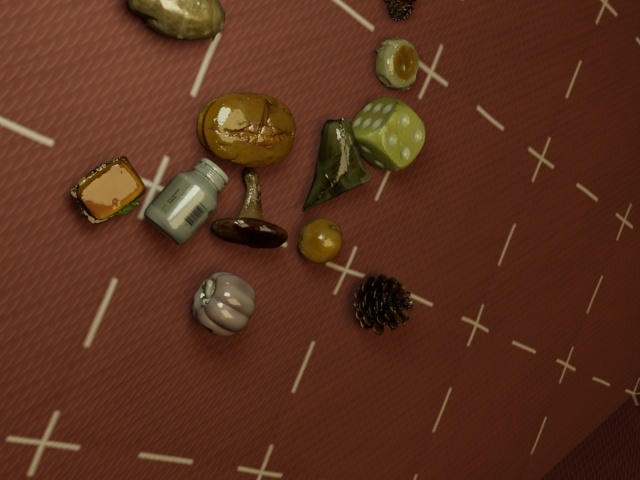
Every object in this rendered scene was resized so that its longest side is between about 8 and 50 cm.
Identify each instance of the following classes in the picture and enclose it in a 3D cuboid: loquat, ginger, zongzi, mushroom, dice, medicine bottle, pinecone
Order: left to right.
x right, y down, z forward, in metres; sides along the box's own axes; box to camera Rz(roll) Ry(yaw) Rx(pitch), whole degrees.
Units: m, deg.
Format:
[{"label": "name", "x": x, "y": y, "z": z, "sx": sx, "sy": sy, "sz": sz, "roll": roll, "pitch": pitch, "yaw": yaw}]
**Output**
[{"label": "ginger", "x": -0.342, "y": -0.631, "z": 1.473, "sx": 0.245, "sy": 0.155, "sz": 0.304, "roll": -10, "pitch": 107, "yaw": -30}, {"label": "medicine bottle", "x": -0.340, "y": -0.106, "z": 1.614, "sx": 0.215, "sy": 0.135, "sz": 0.135, "roll": -51, "pitch": 124, "yaw": -14}, {"label": "mushroom", "x": -0.182, "y": -0.093, "z": 1.747, "sx": 0.227, "sy": 0.148, "sz": 0.217, "roll": 17, "pitch": 75, "yaw": -41}, {"label": "loquat", "x": 0.000, "y": 0.000, "z": 1.873, "sx": 0.141, "sy": 0.141, "sz": 0.141, "roll": -9, "pitch": 106, "yaw": -33}, {"label": "zongzi", "x": 0.011, "y": -0.228, "z": 1.846, "sx": 0.242, "sy": 0.112, "sz": 0.221, "roll": -28, "pitch": 113, "yaw": -17}, {"label": "pinecone", "x": 0.213, "y": 0.211, "z": 2.037, "sx": 0.208, "sy": 0.208, "sz": 0.207, "roll": -9, "pitch": 106, "yaw": -33}, {"label": "dice", "x": 0.204, "y": -0.325, "z": 1.911, "sx": 0.169, "sy": 0.169, "sz": 0.166, "roll": 42, "pitch": 76, "yaw": -34}, {"label": "pinecone", "x": 0.239, "y": -0.723, "z": 1.893, "sx": 0.102, "sy": 0.102, "sz": 0.109, "roll": -21, "pitch": 140, "yaw": -29}]

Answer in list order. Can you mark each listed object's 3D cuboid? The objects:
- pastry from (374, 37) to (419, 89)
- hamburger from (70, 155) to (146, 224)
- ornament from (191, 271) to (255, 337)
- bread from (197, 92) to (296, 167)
[{"label": "pastry", "x": 0.240, "y": -0.549, "z": 1.933, "sx": 0.166, "sy": 0.088, "sz": 0.165, "roll": -12, "pitch": 111, "yaw": -33}, {"label": "hamburger", "x": -0.518, "y": -0.119, "z": 1.519, "sx": 0.166, "sy": 0.087, "sz": 0.137, "roll": -38, "pitch": 120, "yaw": -20}, {"label": "ornament", "x": -0.271, "y": 0.172, "z": 1.708, "sx": 0.177, "sy": 0.177, "sz": 0.177, "roll": -9, "pitch": 106, "yaw": -33}, {"label": "bread", "x": -0.195, "y": -0.296, "z": 1.665, "sx": 0.270, "sy": 0.143, "sz": 0.195, "roll": 2, "pitch": 100, "yaw": -33}]
